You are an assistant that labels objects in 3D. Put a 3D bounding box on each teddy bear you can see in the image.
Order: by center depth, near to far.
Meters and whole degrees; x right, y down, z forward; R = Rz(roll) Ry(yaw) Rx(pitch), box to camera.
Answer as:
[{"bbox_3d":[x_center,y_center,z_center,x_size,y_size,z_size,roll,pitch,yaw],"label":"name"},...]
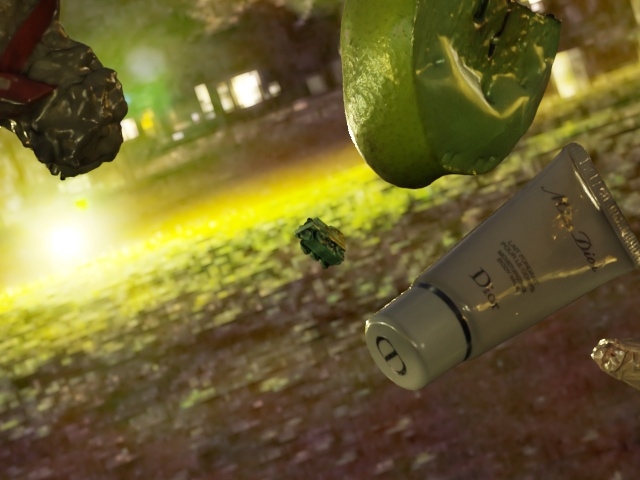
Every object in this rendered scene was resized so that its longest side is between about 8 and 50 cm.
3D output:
[{"bbox_3d":[-0.381,-0.176,1.085,0.367,0.357,0.224,-27,25,-30],"label":"teddy bear"}]

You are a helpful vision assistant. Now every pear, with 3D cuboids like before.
[{"bbox_3d":[0.157,-0.229,1.933,0.238,0.318,0.342,13,0,44],"label":"pear"}]

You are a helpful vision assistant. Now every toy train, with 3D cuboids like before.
[{"bbox_3d":[0.000,0.000,1.641,0.033,0.053,0.083,-26,-38,22],"label":"toy train"}]

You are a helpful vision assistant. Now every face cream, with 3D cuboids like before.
[{"bbox_3d":[0.178,0.032,1.267,0.314,0.143,0.089,-32,0,-31],"label":"face cream"}]

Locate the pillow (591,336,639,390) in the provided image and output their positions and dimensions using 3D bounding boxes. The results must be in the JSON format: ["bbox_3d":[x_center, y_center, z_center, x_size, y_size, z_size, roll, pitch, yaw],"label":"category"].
[{"bbox_3d":[0.436,0.144,1.485,0.173,0.067,0.270,22,-16,-32],"label":"pillow"}]
